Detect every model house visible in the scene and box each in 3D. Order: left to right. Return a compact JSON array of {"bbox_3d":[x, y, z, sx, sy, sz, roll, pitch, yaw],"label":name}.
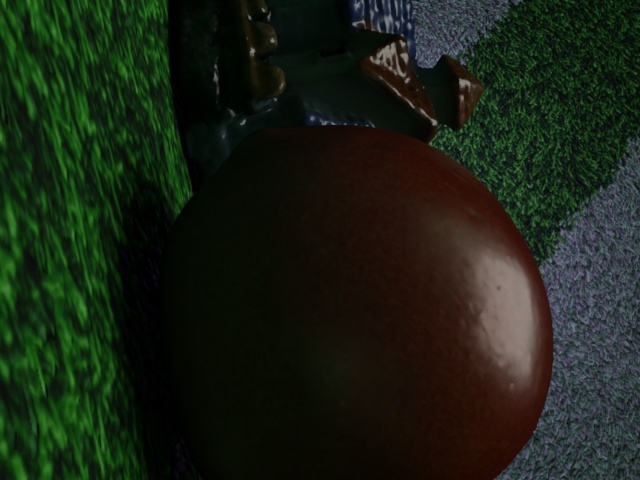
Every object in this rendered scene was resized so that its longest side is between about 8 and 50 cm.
[{"bbox_3d":[0.025,-0.180,1.051,0.295,0.330,0.251,-96,-179,-59],"label":"model house"}]

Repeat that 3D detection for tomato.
[{"bbox_3d":[0.015,0.060,0.751,0.321,0.322,0.321,-7,90,-87],"label":"tomato"}]
